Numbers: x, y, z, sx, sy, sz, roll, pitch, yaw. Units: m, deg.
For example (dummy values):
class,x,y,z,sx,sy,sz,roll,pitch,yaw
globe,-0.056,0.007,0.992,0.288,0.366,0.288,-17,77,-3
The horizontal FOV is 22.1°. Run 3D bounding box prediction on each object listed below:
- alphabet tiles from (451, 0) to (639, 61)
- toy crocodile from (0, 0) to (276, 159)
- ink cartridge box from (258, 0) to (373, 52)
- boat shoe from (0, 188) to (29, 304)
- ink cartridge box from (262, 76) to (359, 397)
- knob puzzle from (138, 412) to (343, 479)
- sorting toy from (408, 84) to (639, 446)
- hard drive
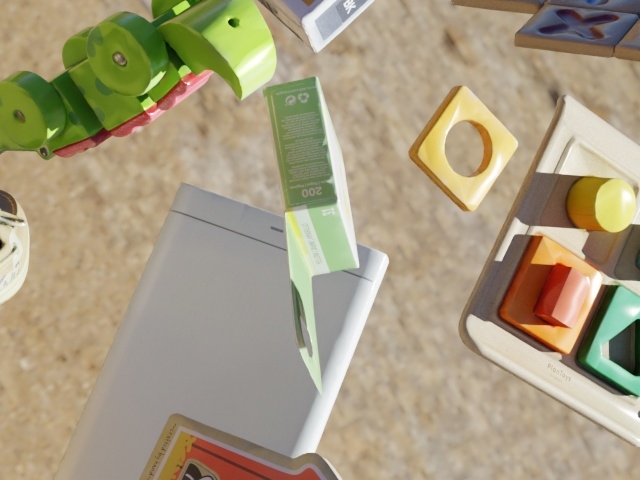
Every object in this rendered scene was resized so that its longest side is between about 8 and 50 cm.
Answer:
class,x,y,z,sx,sy,sz,roll,pitch,yaw
alphabet tiles,0.253,-0.169,1.011,0.342,0.285,0.011,-45,139,-54
toy crocodile,-0.167,-0.131,1.359,0.115,0.340,0.105,-43,106,-45
ink cartridge box,0.001,-0.253,1.029,0.206,0.208,0.045,44,-6,23
boat shoe,-0.334,0.016,1.524,0.105,0.089,0.285,9,31,-1
ink cartridge box,0.000,0.000,1.424,0.171,0.056,0.235,70,10,-68
knob puzzle,-0.043,0.202,0.889,0.030,0.213,0.213,45,25,-60
sorting toy,0.201,0.022,1.131,0.348,0.047,0.196,31,75,-27
hard drive,-0.102,0.139,1.668,0.047,0.233,0.353,70,41,-73
